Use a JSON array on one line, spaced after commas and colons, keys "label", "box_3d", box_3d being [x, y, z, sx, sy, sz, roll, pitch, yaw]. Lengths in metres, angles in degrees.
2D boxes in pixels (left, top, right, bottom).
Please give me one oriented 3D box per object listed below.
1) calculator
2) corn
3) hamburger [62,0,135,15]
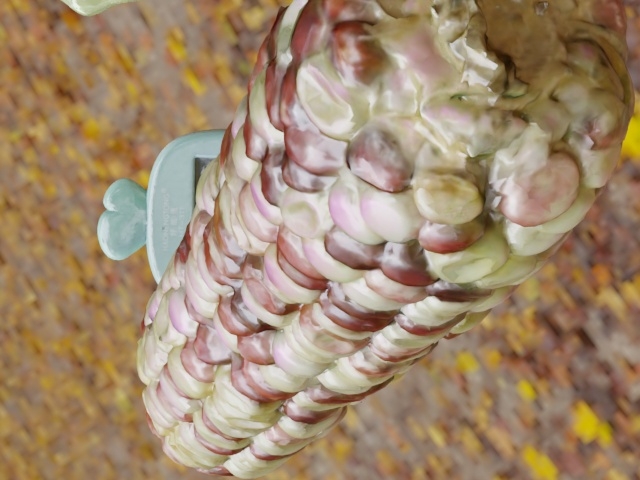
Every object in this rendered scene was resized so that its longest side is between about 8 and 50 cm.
[{"label": "calculator", "box_3d": [-0.037, -0.010, 0.929, 0.021, 0.153, 0.095, -63, -25, -79]}, {"label": "corn", "box_3d": [0.000, 0.000, 0.518, 0.092, 0.092, 0.280, 54, 151, 7]}, {"label": "hamburger", "box_3d": [-0.095, -0.234, 0.751, 0.212, 0.274, 0.274, -111, -4, -72]}]
